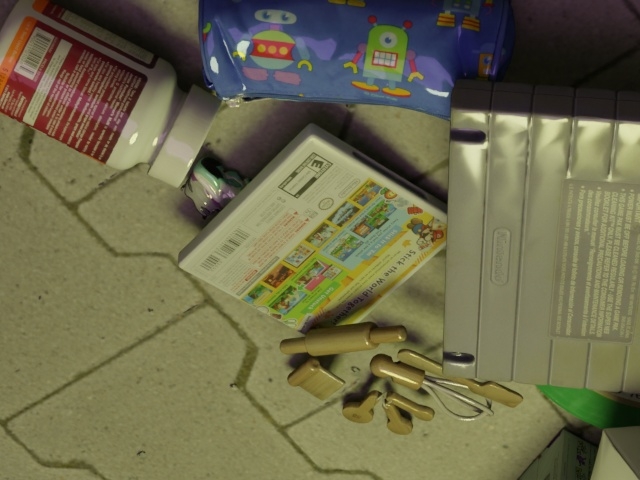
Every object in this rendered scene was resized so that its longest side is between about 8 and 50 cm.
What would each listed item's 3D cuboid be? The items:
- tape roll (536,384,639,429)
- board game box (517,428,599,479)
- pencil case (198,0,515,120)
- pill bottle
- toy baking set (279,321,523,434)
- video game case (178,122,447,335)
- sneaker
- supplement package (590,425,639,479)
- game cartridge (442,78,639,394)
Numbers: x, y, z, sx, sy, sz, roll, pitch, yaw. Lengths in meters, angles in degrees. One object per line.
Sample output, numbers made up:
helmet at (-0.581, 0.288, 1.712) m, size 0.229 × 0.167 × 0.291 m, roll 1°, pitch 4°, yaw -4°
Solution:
tape roll at (0.351, 0.058, 1.788) m, size 0.321 × 0.077 × 0.321 m, roll 5°, pitch 124°, yaw 8°
board game box at (0.345, 0.358, 1.951) m, size 0.275 × 0.144 × 0.142 m, roll 29°, pitch 125°, yaw -9°
pencil case at (0.029, -0.182, 1.655) m, size 0.306 × 0.119 × 0.133 m, roll 5°, pitch 95°, yaw 7°
pill bottle at (-0.218, -0.144, 1.728) m, size 0.221 × 0.121 × 0.121 m, roll 27°, pitch 124°, yaw -8°
toy baking set at (0.083, 0.146, 1.891) m, size 0.256 × 0.030 × 0.197 m, roll -13°, pitch 138°, yaw 40°
video game case at (0.000, 0.000, 1.818) m, size 0.206 × 0.026 × 0.227 m, roll 30°, pitch 124°, yaw -26°
sneaker at (-0.100, -0.040, 1.832) m, size 0.098 × 0.038 × 0.069 m, roll 35°, pitch 128°, yaw -8°
supplement package at (0.430, 0.294, 1.762) m, size 0.293 × 0.175 × 0.177 m, roll -2°, pitch 122°, yaw -19°
game cartridge at (0.234, 0.003, 1.672) m, size 0.230 × 0.068 × 0.355 m, roll 2°, pitch 133°, yaw 4°
